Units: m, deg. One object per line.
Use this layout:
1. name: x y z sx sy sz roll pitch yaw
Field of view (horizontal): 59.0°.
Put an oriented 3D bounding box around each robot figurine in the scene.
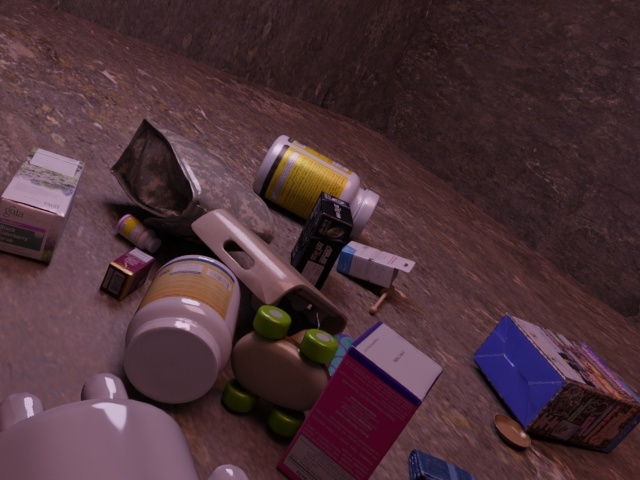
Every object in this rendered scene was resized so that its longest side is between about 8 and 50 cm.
1. robot figurine: -0.170 0.268 0.431 0.299 0.200 0.353 -11 39 -25

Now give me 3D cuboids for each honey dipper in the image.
1. honey dipper: 0.147 0.143 1.376 0.030 0.031 0.160 33 24 12

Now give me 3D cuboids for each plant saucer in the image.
1. plant saucer: 0.379 0.383 1.127 0.083 0.015 0.083 25 21 -10

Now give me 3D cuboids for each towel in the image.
1. towel: 0.198 0.375 0.895 0.119 0.029 0.067 25 20 -8

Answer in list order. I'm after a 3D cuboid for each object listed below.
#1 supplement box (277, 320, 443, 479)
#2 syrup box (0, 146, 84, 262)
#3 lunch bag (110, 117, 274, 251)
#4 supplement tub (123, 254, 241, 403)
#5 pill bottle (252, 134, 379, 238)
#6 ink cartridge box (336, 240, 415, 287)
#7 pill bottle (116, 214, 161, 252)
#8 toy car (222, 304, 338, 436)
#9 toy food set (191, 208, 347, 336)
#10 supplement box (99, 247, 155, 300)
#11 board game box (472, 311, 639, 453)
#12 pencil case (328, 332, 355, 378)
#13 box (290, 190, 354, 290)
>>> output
1. supplement box: 0.051 0.238 0.758 0.113 0.220 0.111 36 22 16
2. syrup box: -0.478 -0.067 0.968 0.093 0.096 0.237 17 24 -22
3. lunch bag: -0.251 -0.085 1.154 0.287 0.169 0.235 43 11 38
4. supplement tub: -0.195 0.122 0.818 0.144 0.144 0.200 24 21 -11
5. pill bottle: -0.009 -0.145 1.620 0.333 0.188 0.188 29 21 -1
6. ink cartridge box: 0.142 0.066 1.445 0.180 0.060 0.104 19 18 15
7. pill bottle: -0.346 -0.011 1.081 0.083 0.043 0.043 34 21 13
8. toy car: -0.043 0.176 0.875 0.148 0.155 0.188 26 14 8
9. toy food set: -0.088 0.079 1.039 0.219 0.092 0.306 40 -3 29
10. supplement box: -0.321 0.054 0.944 0.043 0.055 0.083 29 20 2
11. board game box: 0.534 0.320 1.273 0.290 0.141 0.232 22 21 -27
12. pencil case: 0.025 0.221 0.983 0.070 0.065 0.152 10 20 9
13. box: 0.000 0.000 1.303 0.077 0.180 0.147 23 21 -11
